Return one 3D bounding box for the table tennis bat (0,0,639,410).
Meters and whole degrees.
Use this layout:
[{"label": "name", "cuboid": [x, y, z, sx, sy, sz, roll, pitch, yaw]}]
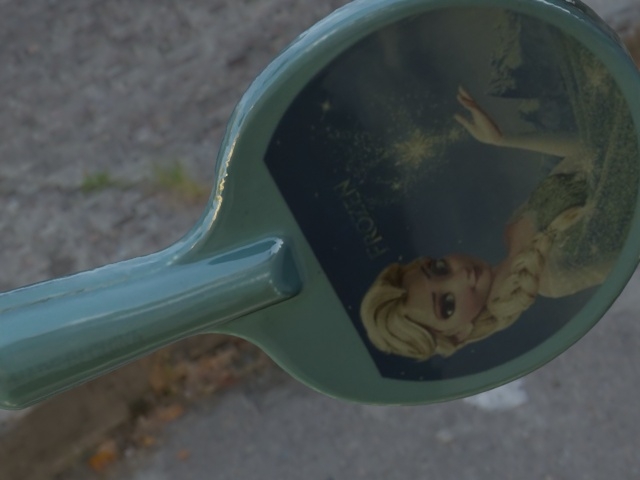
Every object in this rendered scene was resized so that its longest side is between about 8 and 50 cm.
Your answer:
[{"label": "table tennis bat", "cuboid": [0.000, 0.000, 0.579, 0.237, 0.149, 0.038, -19, 29, -6]}]
